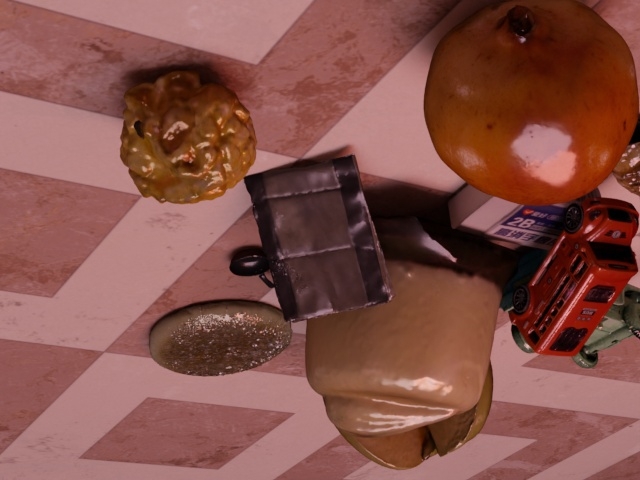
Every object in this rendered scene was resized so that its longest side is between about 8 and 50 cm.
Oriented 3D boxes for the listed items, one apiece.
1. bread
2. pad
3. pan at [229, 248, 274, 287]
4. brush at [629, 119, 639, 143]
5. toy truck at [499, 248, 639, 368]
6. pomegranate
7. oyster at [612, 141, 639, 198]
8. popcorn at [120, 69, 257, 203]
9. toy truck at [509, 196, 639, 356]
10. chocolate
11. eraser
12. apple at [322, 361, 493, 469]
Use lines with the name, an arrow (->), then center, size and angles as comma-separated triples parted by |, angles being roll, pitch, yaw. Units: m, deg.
bread -> -0.174, 0.179, 2.322 | 0.267, 0.040, 0.267 | -7, 152, -4
pad -> 0.000, 0.000, 1.898 | 0.174, 0.022, 0.233 | -11, 107, 16
pan -> -0.102, 0.043, 2.109 | 0.068, 0.023, 0.115 | -18, 147, 16
brush -> 0.382, -0.155, 1.892 | 0.193, 0.016, 0.063 | -4, 152, -10
toy truck -> 0.432, 0.108, 2.238 | 0.279, 0.156, 0.155 | 16, 143, -39
pomegranate -> 0.251, -0.176, 1.595 | 0.264, 0.264, 0.264 | -7, 151, -4
oyster -> 0.515, -0.091, 1.947 | 0.161, 0.107, 0.233 | -15, 154, 24
popcorn -> -0.169, -0.129, 1.666 | 0.180, 0.180, 0.170 | -17, 179, 14
toy truck -> 0.395, 0.056, 1.998 | 0.107, 0.114, 0.252 | 7, 129, -28
chocolate -> 0.135, 0.153, 2.054 | 0.314, 0.297, 0.326 | 17, 152, -35
eraser -> 0.314, -0.048, 2.015 | 0.210, 0.068, 0.124 | 10, 149, -29
apple -> 0.158, 0.254, 2.310 | 0.295, 0.257, 0.233 | -23, 174, 6
